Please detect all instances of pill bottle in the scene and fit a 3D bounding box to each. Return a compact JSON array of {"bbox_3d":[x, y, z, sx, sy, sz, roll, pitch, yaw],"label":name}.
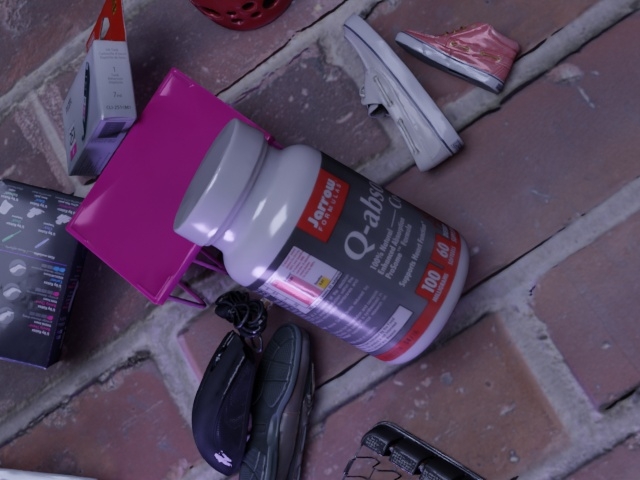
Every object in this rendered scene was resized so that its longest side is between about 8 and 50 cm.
[{"bbox_3d":[0.000,0.000,1.514,0.363,0.210,0.210,29,93,-15],"label":"pill bottle"}]

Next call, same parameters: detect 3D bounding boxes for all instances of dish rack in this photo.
[{"bbox_3d":[0.095,0.415,1.575,0.208,0.074,0.271,29,94,24],"label":"dish rack"}]

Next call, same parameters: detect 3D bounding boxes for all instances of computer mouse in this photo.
[{"bbox_3d":[-0.147,0.211,1.661,0.072,0.188,0.272,6,93,-20],"label":"computer mouse"}]

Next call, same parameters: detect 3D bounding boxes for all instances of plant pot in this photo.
[{"bbox_3d":[-0.144,-0.444,1.752,0.191,0.174,0.191,-4,78,19],"label":"plant pot"}]

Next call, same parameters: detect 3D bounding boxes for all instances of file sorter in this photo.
[{"bbox_3d":[-0.192,-0.067,1.703,0.202,0.182,0.290,36,95,24],"label":"file sorter"}]

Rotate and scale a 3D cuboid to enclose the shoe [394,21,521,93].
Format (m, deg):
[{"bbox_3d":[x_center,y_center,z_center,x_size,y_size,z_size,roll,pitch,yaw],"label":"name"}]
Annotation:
[{"bbox_3d":[0.202,-0.287,1.650,0.178,0.063,0.081,28,91,18],"label":"shoe"}]

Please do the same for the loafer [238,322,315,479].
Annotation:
[{"bbox_3d":[-0.053,0.259,1.664,0.096,0.084,0.267,3,77,53],"label":"loafer"}]

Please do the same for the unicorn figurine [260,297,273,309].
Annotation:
[{"bbox_3d":[-0.048,0.032,1.703,0.111,0.060,0.162,-24,58,19],"label":"unicorn figurine"}]

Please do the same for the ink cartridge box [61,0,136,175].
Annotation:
[{"bbox_3d":[-0.357,-0.255,1.770,0.060,0.275,0.239,-4,77,-24],"label":"ink cartridge box"}]

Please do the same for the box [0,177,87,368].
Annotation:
[{"bbox_3d":[-0.457,0.052,1.776,0.143,0.165,0.270,14,86,-5],"label":"box"}]

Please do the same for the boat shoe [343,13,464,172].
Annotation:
[{"bbox_3d":[0.102,-0.217,1.664,0.088,0.096,0.267,-38,78,7],"label":"boat shoe"}]

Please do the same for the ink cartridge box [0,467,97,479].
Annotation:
[{"bbox_3d":[-0.504,0.545,1.737,0.308,0.091,0.385,5,81,4],"label":"ink cartridge box"}]
